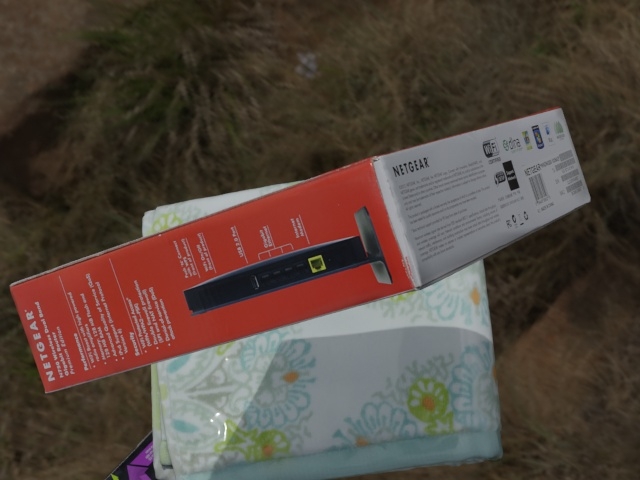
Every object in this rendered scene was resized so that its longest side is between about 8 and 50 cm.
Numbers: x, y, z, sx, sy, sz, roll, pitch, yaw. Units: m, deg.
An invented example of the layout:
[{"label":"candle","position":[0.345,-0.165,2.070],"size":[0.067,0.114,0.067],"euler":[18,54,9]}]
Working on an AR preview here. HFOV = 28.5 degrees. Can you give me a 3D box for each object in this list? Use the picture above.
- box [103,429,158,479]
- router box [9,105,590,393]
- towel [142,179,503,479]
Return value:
[{"label":"box","position":[-0.176,0.316,1.551],"size":[0.162,0.029,0.116],"euler":[42,111,-3]},{"label":"router box","position":[0.000,0.000,0.917],"size":[0.301,0.335,0.082],"euler":[-17,92,30]},{"label":"towel","position":[-0.008,0.092,1.326],"size":[0.374,0.090,0.321],"euler":[-9,78,15]}]
